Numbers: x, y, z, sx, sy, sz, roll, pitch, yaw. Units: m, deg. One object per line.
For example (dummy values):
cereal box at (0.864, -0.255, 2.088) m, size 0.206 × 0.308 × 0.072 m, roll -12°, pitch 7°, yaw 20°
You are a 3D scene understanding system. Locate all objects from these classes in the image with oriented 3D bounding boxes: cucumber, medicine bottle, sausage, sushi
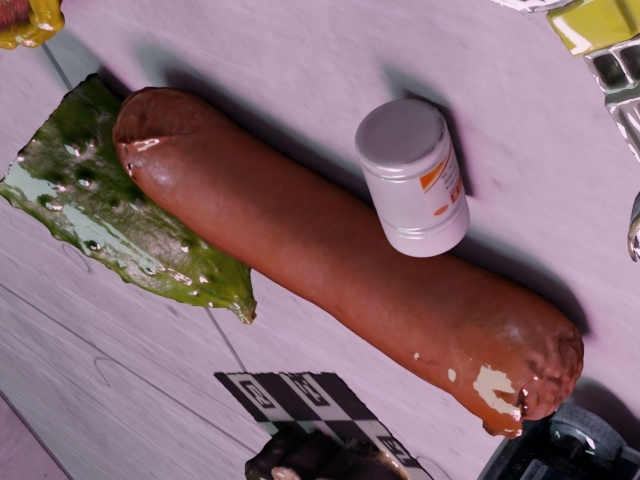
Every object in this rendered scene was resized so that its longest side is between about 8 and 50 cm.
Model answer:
cucumber at (-0.144, -0.017, 1.267) m, size 0.244 × 0.134 × 0.134 m, roll 41°, pitch 161°, yaw -1°
medicine bottle at (0.057, -0.038, 0.914) m, size 0.057 × 0.057 × 0.089 m, roll 30°, pitch 156°, yaw 35°
sausage at (0.000, 0.000, 1.056) m, size 0.419 × 0.094 × 0.094 m, roll 32°, pitch 119°, yaw 31°
sushi at (0.007, 0.279, 1.598) m, size 0.296 × 0.100 × 0.373 m, roll 48°, pitch 160°, yaw -12°

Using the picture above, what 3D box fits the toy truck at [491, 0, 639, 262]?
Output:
toy truck at (0.165, -0.074, 0.503) m, size 0.157 × 0.124 × 0.272 m, roll -16°, pitch 127°, yaw 33°

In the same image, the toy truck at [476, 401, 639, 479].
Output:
toy truck at (0.247, 0.238, 0.995) m, size 0.305 × 0.136 × 0.162 m, roll 26°, pitch 163°, yaw 35°

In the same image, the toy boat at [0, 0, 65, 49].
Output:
toy boat at (-0.254, -0.202, 1.138) m, size 0.141 × 0.099 × 0.318 m, roll 50°, pitch 157°, yaw -16°
